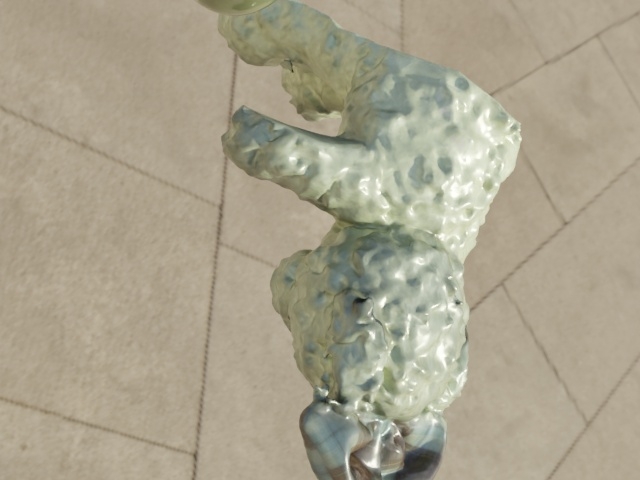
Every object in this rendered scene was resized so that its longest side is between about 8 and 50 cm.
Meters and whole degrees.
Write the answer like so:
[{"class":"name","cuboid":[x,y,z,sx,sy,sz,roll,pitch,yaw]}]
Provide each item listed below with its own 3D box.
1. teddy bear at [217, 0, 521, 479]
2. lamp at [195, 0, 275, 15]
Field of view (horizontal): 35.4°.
[{"class":"teddy bear","cuboid":[0.000,0.000,0.895,0.362,0.375,0.327,-61,148,-3]},{"class":"lamp","cuboid":[-0.041,-0.208,0.681,0.091,0.163,0.091,0,90,-29]}]
